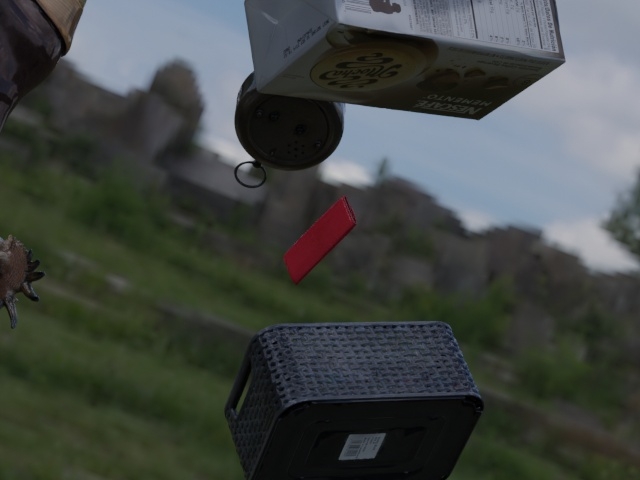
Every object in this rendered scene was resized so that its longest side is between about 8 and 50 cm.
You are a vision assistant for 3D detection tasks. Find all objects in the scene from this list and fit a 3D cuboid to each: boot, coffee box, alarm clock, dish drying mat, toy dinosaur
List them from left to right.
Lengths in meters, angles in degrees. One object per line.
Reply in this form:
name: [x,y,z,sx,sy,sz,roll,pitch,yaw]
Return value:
boot: [-0.343,-0.217,1.782,0.248,0.207,0.090,37,-24,-14]
toy dinosaur: [-0.422,0.061,2.283,0.127,0.295,0.200,-13,-53,39]
alarm clock: [-0.046,-0.130,2.357,0.129,0.192,0.064,26,34,-15]
dish drying mat: [0.000,0.000,1.646,0.008,0.083,0.032,15,42,-40]
coffee box: [0.091,-0.226,2.136,0.297,0.119,0.168,5,-24,-33]

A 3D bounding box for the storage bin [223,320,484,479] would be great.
storage bin: [0.026,0.137,1.614,0.180,0.122,0.084,-1,45,-24]
